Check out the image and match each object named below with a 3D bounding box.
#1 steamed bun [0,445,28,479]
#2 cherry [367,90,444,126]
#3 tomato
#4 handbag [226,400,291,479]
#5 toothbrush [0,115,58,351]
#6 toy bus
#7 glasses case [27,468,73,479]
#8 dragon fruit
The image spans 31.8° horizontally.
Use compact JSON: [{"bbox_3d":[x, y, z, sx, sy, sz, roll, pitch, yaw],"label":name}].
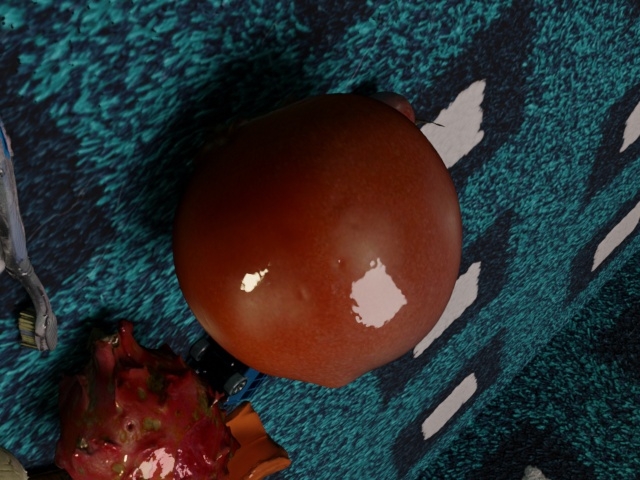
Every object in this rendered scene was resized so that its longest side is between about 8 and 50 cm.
[{"bbox_3d":[-0.392,0.298,1.270,0.130,0.091,0.112,-48,156,1],"label":"steamed bun"},{"bbox_3d":[0.070,-0.139,1.416,0.126,0.087,0.106,-9,146,-31],"label":"cherry"},{"bbox_3d":[0.000,0.000,1.209,0.321,0.321,0.321,-39,156,-22],"label":"tomato"},{"bbox_3d":[-0.250,0.411,1.597,0.410,0.116,0.303,-32,168,-35],"label":"handbag"},{"bbox_3d":[-0.286,-0.007,1.047,0.413,0.042,0.035,97,4,-53],"label":"toothbrush"},{"bbox_3d":[-0.094,0.131,1.548,0.184,0.090,0.106,-53,158,17],"label":"toy bus"},{"bbox_3d":[-0.358,0.330,1.437,0.075,0.049,0.218,-52,158,17],"label":"glasses case"},{"bbox_3d":[-0.217,0.217,1.328,0.205,0.210,0.268,-53,130,-53],"label":"dragon fruit"}]
